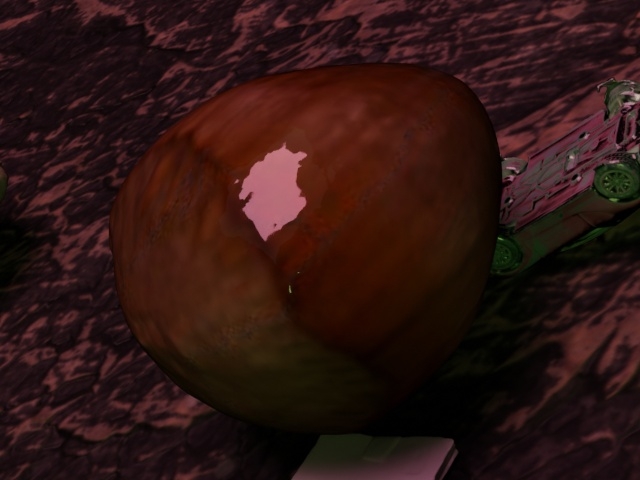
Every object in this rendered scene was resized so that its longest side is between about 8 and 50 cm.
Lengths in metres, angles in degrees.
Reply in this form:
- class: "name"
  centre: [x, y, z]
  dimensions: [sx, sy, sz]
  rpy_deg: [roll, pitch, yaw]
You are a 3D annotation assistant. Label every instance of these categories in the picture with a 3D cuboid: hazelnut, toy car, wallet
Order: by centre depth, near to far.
- class: "wallet"
  centre: [0.025, 0.112, 0.855]
  dimensions: [0.083, 0.011, 0.044]
  rpy_deg: [-3, 41, 40]
- class: "hazelnut"
  centre: [0.000, 0.000, 0.874]
  dimensions: [0.214, 0.176, 0.214]
  rpy_deg: [-30, 16, 9]
- class: "toy car"
  centre: [0.131, -0.026, 0.919]
  dimensions: [0.142, 0.055, 0.069]
  rpy_deg: [-34, 27, 38]

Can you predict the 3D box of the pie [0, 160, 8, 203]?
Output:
- class: "pie"
  centre: [-0.314, 0.024, 1.199]
  dimensions: [0.248, 0.090, 0.201]
  rpy_deg: [-50, 35, -19]
